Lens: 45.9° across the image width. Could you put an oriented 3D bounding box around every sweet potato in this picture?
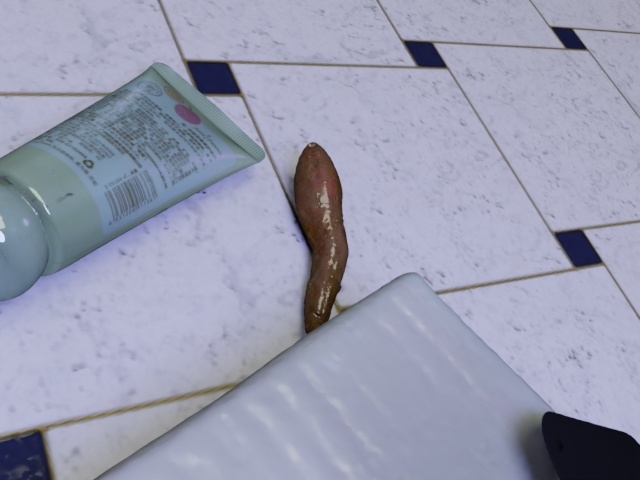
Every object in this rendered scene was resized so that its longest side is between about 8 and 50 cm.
[{"bbox_3d":[0.000,0.000,0.720,0.050,0.050,0.214,10,57,-21],"label":"sweet potato"}]

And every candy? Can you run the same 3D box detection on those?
[{"bbox_3d":[-0.002,0.186,0.501,0.359,0.145,0.208,-28,71,-41],"label":"candy"}]

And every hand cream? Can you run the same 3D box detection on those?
[{"bbox_3d":[-0.181,-0.062,0.642,0.147,0.093,0.306,41,45,5],"label":"hand cream"}]

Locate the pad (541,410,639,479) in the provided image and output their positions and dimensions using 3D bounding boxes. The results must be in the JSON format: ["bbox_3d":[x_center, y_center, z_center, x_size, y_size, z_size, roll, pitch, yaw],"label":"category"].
[{"bbox_3d":[0.258,0.313,0.515,0.315,0.063,0.375,24,39,-46],"label":"pad"}]
